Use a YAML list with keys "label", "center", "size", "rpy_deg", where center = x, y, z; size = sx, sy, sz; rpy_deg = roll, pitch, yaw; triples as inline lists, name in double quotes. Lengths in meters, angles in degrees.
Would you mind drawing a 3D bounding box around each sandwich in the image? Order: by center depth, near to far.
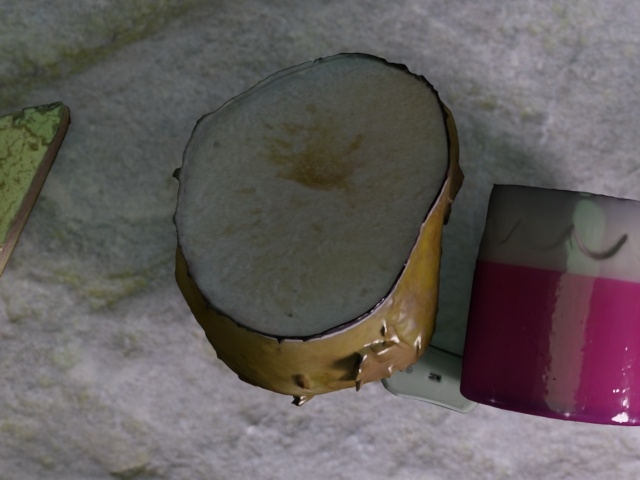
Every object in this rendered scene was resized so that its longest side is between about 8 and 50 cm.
- label: "sandwich"
  center: [-0.315, -0.034, 1.464]
  size: [0.193, 0.058, 0.163]
  rpy_deg: [-12, 91, -1]

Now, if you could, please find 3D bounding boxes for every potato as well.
- label: "potato"
  center: [0.000, 0.000, 1.403]
  size: [0.246, 0.196, 0.300]
  rpy_deg: [16, 62, 14]

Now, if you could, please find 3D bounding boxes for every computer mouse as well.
- label: "computer mouse"
  center: [0.106, 0.126, 1.467]
  size: [0.110, 0.032, 0.056]
  rpy_deg: [19, 91, -9]

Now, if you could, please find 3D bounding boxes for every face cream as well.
- label: "face cream"
  center: [0.220, 0.056, 1.393]
  size: [0.175, 0.175, 0.195]
  rpy_deg: [8, 89, 1]
